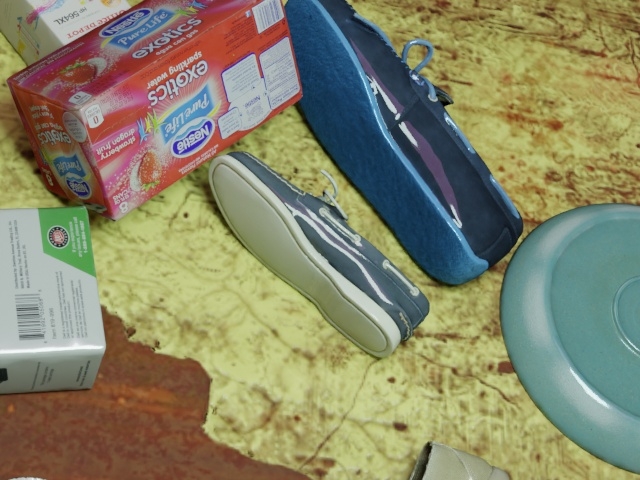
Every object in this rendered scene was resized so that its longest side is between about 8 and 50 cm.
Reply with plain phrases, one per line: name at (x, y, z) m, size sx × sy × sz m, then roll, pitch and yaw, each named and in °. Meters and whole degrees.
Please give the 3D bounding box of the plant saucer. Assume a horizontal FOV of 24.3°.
plant saucer at (0.340, 0.088, 1.525) m, size 0.317 × 0.044 × 0.318 m, roll 8°, pitch 58°, yaw -13°

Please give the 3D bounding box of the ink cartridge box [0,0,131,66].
ink cartridge box at (-0.253, -0.219, 1.499) m, size 0.092 × 0.090 × 0.143 m, roll -31°, pitch 72°, yaw -30°

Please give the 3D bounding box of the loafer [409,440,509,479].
loafer at (0.064, 0.275, 1.297) m, size 0.092 × 0.102 × 0.268 m, roll 38°, pitch 47°, yaw 9°

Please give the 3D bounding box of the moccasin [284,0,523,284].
moccasin at (0.080, -0.113, 1.533) m, size 0.116 × 0.137 × 0.342 m, roll -28°, pitch 85°, yaw -34°

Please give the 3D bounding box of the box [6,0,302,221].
box at (-0.154, -0.147, 1.437) m, size 0.122 × 0.128 × 0.257 m, roll 23°, pitch 48°, yaw 41°

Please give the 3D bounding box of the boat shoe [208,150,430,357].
boat shoe at (0.000, 0.000, 1.441) m, size 0.254 × 0.095 × 0.079 m, roll 42°, pitch 59°, yaw 9°

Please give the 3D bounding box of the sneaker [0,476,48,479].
sneaker at (-0.265, 0.221, 1.267) m, size 0.083 × 0.031 × 0.035 m, roll -2°, pitch 74°, yaw -13°

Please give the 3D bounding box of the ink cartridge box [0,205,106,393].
ink cartridge box at (-0.306, 0.055, 1.317) m, size 0.208 × 0.087 × 0.153 m, roll -1°, pitch 60°, yaw -19°
